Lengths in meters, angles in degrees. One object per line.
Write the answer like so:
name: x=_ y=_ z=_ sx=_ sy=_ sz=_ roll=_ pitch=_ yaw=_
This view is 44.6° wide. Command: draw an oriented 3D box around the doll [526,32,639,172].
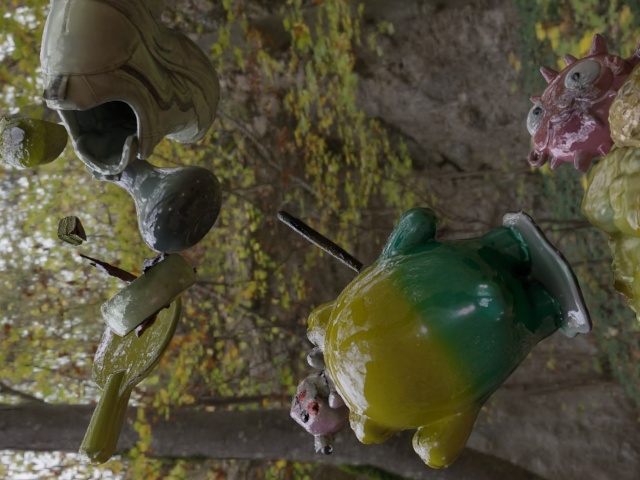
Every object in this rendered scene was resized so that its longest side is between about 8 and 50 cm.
doll: x=0.420 y=-0.214 z=1.211 sx=0.093 sy=0.262 sz=0.211 roll=18 pitch=-140 yaw=-41

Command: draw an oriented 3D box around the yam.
yam: x=0.000 y=0.000 z=0.815 sx=0.107 sy=0.014 sz=0.014 roll=34 pitch=-146 yaw=2

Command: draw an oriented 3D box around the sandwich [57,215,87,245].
sandwich: x=-0.404 y=-0.019 z=1.266 sx=0.083 sy=0.031 sz=0.044 roll=106 pitch=150 yaw=-81

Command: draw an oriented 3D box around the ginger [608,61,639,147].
ginger: x=0.353 y=-0.202 z=0.671 sx=0.065 sy=0.299 sz=0.118 roll=36 pitch=-158 yaw=5

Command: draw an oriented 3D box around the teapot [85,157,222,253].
teapot: x=-0.318 y=-0.099 z=1.476 sx=0.183 sy=0.251 sz=0.183 roll=-51 pitch=-11 yaw=-13

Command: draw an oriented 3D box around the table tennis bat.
table tennis bat: x=-0.352 y=0.231 z=1.423 sx=0.054 sy=0.224 sz=0.368 roll=41 pitch=-135 yaw=-34

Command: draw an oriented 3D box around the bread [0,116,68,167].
bread: x=-0.630 y=-0.216 z=1.711 sx=0.114 sy=0.129 sz=0.111 roll=-26 pitch=-55 yaw=-71

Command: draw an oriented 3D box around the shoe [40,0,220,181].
shoe: x=-0.226 y=-0.161 z=0.917 sx=0.342 sy=0.132 sz=0.210 roll=60 pitch=-144 yaw=-67

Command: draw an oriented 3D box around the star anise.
star anise: x=-0.315 y=0.064 z=1.338 sx=0.158 sy=0.144 sz=0.140 roll=-54 pitch=-21 yaw=-13

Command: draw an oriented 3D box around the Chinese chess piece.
Chinese chess piece: x=-0.246 y=0.076 z=1.118 sx=0.058 sy=0.144 sz=0.144 roll=54 pitch=-151 yaw=-2

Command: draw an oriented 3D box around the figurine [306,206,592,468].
figurine: x=0.162 y=0.117 z=1.053 sx=0.323 sy=0.340 sz=0.231 roll=61 pitch=174 yaw=8

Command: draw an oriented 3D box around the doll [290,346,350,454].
doll: x=0.017 y=0.236 z=1.251 sx=0.095 sy=0.192 sz=0.149 roll=17 pitch=-155 yaw=-32

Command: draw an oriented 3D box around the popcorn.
popcorn: x=0.500 y=-0.021 z=0.965 sx=0.334 sy=0.292 sz=0.293 roll=65 pitch=-174 yaw=22
